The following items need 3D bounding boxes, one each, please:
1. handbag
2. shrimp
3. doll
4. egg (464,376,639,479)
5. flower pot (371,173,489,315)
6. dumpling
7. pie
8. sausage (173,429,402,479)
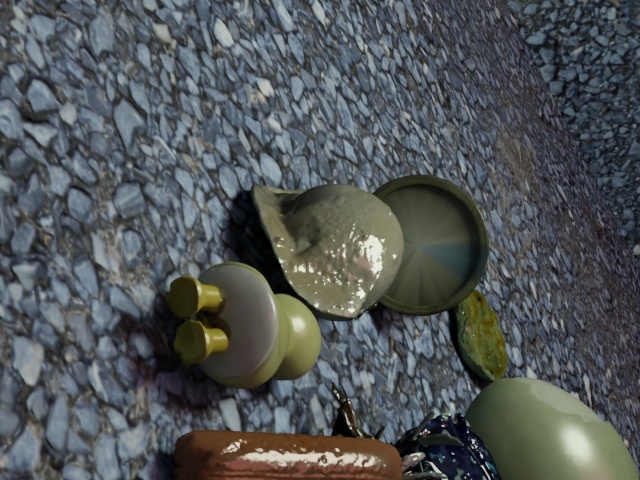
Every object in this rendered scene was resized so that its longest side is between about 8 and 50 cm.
[{"bbox_3d":[0.185,0.365,1.500,0.162,0.113,0.260,-6,62,-38],"label":"handbag"},{"bbox_3d":[0.094,0.370,1.361,0.221,0.166,0.411,125,-38,-81],"label":"shrimp"},{"bbox_3d":[-0.077,0.105,1.279,0.296,0.117,0.141,41,32,-69],"label":"doll"},{"bbox_3d":[0.331,0.366,1.668,0.278,0.278,0.336,6,71,-62],"label":"egg"},{"bbox_3d":[0.168,0.004,1.764,0.202,0.212,0.212,-7,77,-76],"label":"flower pot"},{"bbox_3d":[0.004,-0.005,1.465,0.227,0.175,0.243,39,-7,-6],"label":"dumpling"},{"bbox_3d":[0.283,0.169,2.019,0.187,0.041,0.187,44,35,-41],"label":"pie"},{"bbox_3d":[-0.027,0.249,1.197,0.289,0.086,0.086,11,58,-38],"label":"sausage"}]
